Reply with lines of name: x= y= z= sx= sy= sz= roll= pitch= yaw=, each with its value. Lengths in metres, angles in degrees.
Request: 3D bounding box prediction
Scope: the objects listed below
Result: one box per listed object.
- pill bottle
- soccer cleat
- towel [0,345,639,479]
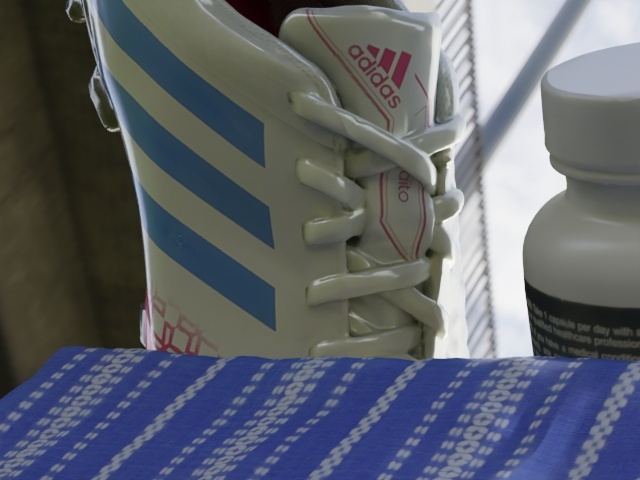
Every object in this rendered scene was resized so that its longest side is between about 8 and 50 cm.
pill bottle: x=0.123 y=0.029 z=0.662 sx=0.108 sy=0.108 sz=0.180 roll=1 pitch=-70 yaw=30
soccer cleat: x=0.000 y=0.000 z=0.701 sx=0.143 sy=0.116 sz=0.331 roll=-31 pitch=-106 yaw=48
towel: x=0.002 y=0.080 z=0.504 sx=0.336 sy=0.243 sz=0.040 roll=-1 pitch=-68 yaw=30
